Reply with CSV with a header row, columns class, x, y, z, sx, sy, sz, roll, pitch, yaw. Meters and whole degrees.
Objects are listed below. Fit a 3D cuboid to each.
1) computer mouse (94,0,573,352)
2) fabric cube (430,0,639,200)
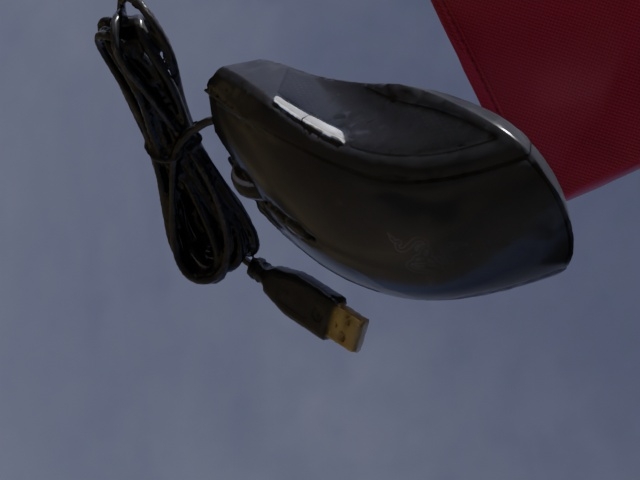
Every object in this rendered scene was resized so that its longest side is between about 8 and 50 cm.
class,x,y,z,sx,sy,sz,roll,pitch,yaw
computer mouse,0.000,0.000,0.873,0.262,0.060,0.184,22,-35,37
fabric cube,0.192,-0.196,1.004,0.258,0.254,0.259,-26,-88,22
